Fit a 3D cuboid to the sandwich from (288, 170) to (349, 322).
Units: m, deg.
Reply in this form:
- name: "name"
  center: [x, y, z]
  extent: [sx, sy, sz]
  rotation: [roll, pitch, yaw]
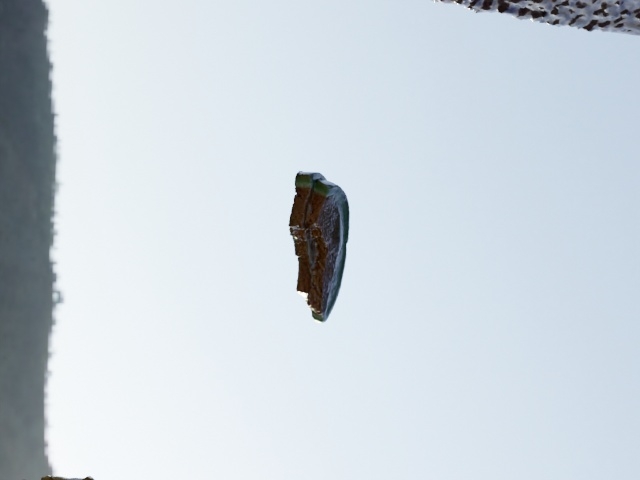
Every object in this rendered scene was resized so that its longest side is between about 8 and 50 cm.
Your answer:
- name: "sandwich"
  center: [0.001, -0.002, 0.946]
  extent: [0.067, 0.029, 0.135]
  rotation: [-56, 150, -48]

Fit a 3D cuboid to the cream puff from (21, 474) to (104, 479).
- name: "cream puff"
  center: [-0.152, 0.311, 0.860]
  extent: [0.327, 0.231, 0.343]
  rotation: [41, -5, 11]

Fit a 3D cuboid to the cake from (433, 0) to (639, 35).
- name: "cake"
  center: [0.228, -0.229, 0.914]
  extent: [0.113, 0.295, 0.116]
  rotation: [81, 17, -60]
